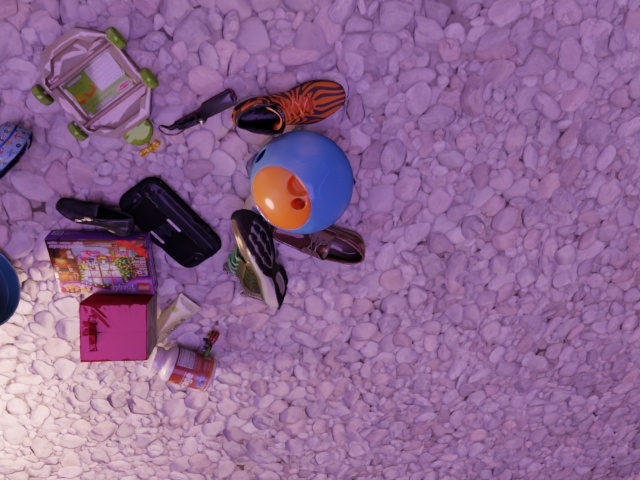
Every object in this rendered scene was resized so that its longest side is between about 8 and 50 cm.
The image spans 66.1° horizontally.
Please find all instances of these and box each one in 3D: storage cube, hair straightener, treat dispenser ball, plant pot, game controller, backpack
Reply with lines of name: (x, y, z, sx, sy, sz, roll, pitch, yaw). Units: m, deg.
storage cube: (-0.622, 0.263, 1.533, 0.194, 0.215, 0.183, 1, 95, -11)
hair straightener: (-0.335, -0.343, 1.336, 0.231, 0.089, 0.047, -21, 122, 3)
treat dispenser ball: (-0.052, -0.160, 1.371, 0.289, 0.288, 0.287, -4, 119, -7)
plant pot: (-1.072, 0.162, 1.405, 0.256, 0.271, 0.271, -20, 121, 18)
game controller: (-0.456, -0.046, 1.505, 0.167, 0.067, 0.319, -28, 120, 23)
backpack: (-0.837, -0.236, 1.272, 0.173, 0.158, 0.117, -40, 124, 10)

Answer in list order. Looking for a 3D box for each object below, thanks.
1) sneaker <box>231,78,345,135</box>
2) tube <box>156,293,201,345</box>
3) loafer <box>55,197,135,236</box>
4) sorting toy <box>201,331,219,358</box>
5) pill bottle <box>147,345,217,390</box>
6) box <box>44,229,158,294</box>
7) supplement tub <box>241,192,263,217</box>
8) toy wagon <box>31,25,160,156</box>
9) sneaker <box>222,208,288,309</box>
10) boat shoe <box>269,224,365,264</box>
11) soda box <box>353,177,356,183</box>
sneaker: (-0.078, -0.344, 1.323, 0.322, 0.180, 0.124, -16, 116, -1)
tube: (-0.521, 0.282, 1.669, 0.240, 0.062, 0.070, -41, 157, 8)
loafer: (-0.647, -0.081, 1.422, 0.224, 0.076, 0.078, 20, 131, -9)
sorting toy: (-0.396, 0.359, 1.730, 0.042, 0.061, 0.101, 32, 82, -9)
pill bottle: (-0.485, 0.444, 1.725, 0.216, 0.121, 0.121, 22, 113, -20)
box: (-0.661, 0.069, 1.504, 0.294, 0.057, 0.200, 1, 121, -2)
supplement tub: (-0.199, -0.101, 1.503, 0.071, 0.071, 0.107, 22, 112, -20)
toy wagon: (-0.559, -0.373, 1.296, 0.267, 0.068, 0.344, -32, 119, 9)
sneaker: (-0.233, 0.074, 1.525, 0.182, 0.157, 0.410, -2, 135, 13)
boat shoe: (0.000, 0.000, 1.565, 0.325, 0.116, 0.123, 11, 116, -15)
soda box: (0.035, -0.139, 1.531, 0.060, 0.053, 0.168, 30, 110, -23)
